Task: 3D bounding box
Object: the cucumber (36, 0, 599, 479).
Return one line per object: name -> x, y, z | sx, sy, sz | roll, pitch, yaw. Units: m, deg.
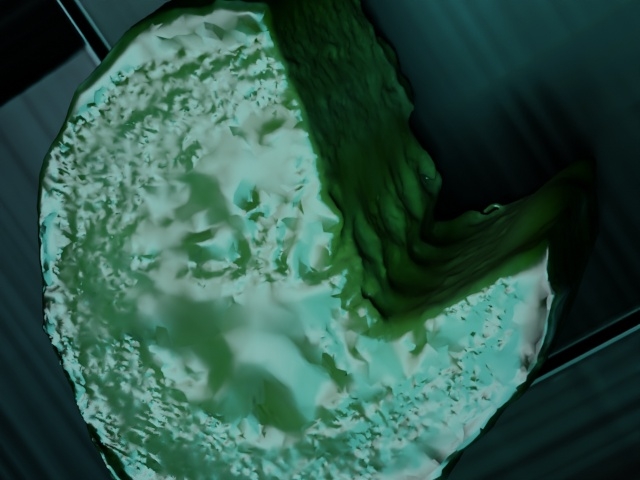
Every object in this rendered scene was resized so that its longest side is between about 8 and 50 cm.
cucumber -> -0.009, 0.004, 0.695 | 0.191, 0.130, 0.191 | 2, 102, 11
